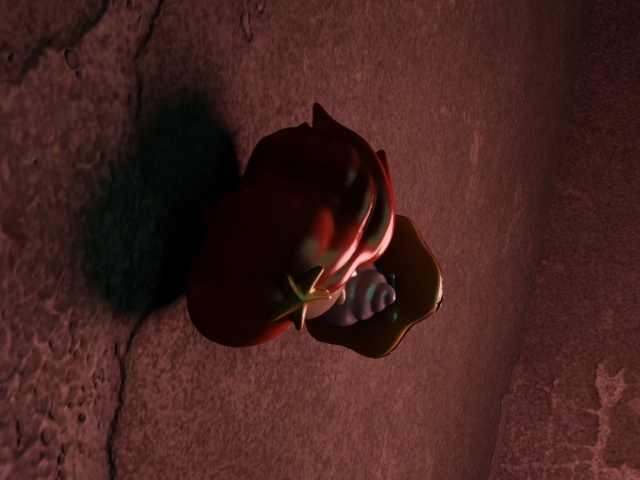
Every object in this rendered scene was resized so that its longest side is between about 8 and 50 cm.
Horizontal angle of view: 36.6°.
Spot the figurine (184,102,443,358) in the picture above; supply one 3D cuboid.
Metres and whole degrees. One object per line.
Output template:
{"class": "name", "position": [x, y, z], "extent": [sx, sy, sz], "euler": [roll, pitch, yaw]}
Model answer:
{"class": "figurine", "position": [-0.009, 0.001, 0.869], "extent": [0.208, 0.181, 0.257], "euler": [-43, 155, 10]}
